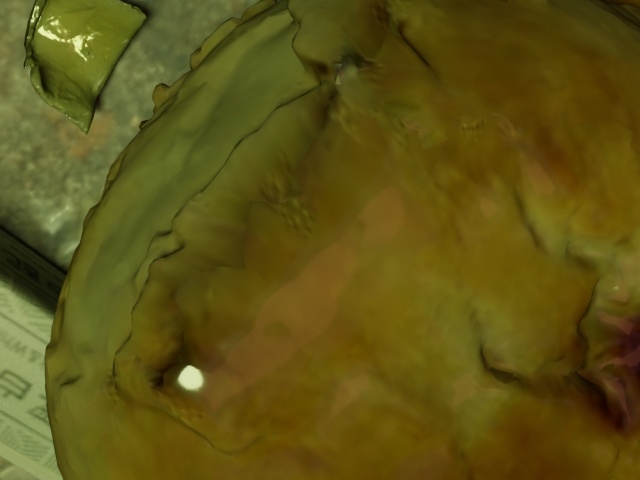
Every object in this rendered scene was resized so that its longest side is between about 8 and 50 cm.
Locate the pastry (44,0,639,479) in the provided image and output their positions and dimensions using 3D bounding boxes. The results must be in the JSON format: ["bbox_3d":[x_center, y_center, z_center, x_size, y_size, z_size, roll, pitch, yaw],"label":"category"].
[{"bbox_3d":[0.050,0.045,0.516,0.409,0.245,0.410,-5,104,-19],"label":"pastry"}]

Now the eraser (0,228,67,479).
[{"bbox_3d":[-0.166,0.089,0.606,0.404,0.098,0.096,40,94,-27],"label":"eraser"}]

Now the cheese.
[{"bbox_3d":[-0.150,-0.111,0.567,0.060,0.041,0.084,21,87,-31],"label":"cheese"}]

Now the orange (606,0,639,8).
[{"bbox_3d":[0.175,-0.244,0.510,0.264,0.264,0.264,-6,112,-16],"label":"orange"}]
